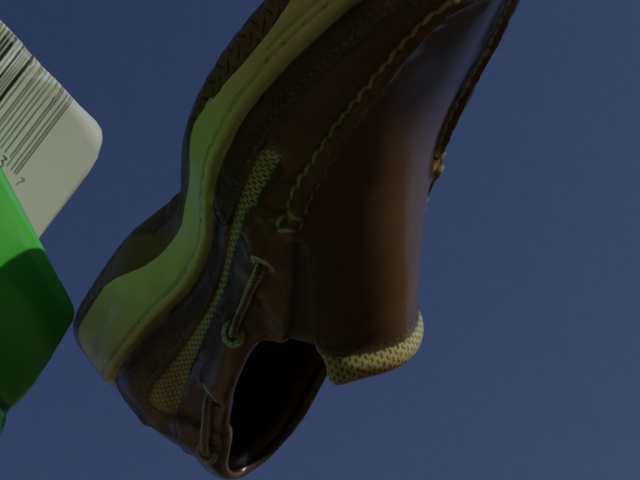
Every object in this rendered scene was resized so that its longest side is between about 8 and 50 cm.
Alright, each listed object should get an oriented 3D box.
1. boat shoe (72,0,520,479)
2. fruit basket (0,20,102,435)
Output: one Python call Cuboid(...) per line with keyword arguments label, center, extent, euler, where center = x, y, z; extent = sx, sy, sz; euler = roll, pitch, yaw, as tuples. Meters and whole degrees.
Cuboid(label="boat shoe", center=(0.006, -0.003, 0.587), extent=(0.095, 0.095, 0.257), euler=(-26, -17, -34))
Cuboid(label="fruit basket", center=(-0.248, -0.011, 0.479), extent=(0.165, 0.327, 0.353), euler=(-2, -38, 48))
